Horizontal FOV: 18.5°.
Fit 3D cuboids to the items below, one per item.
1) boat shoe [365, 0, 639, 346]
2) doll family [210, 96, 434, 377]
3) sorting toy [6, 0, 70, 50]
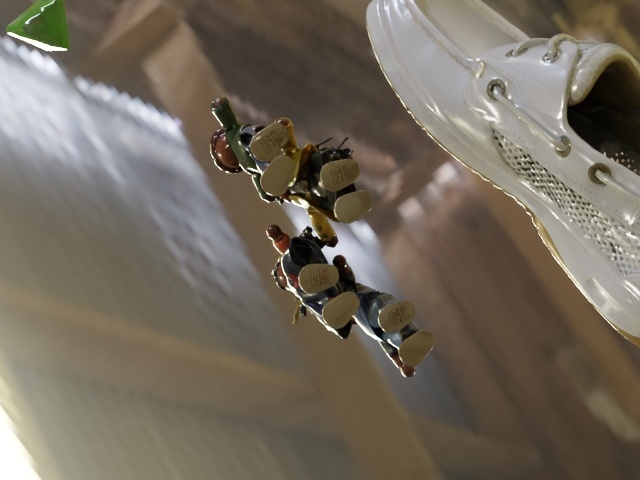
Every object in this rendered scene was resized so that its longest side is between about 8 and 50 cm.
[{"bbox_3d":[0.133,-0.065,1.021,0.098,0.096,0.277,-13,-129,-43],"label":"boat shoe"},{"bbox_3d":[0.000,0.000,1.121,0.111,0.076,0.193,12,123,70],"label":"doll family"},{"bbox_3d":[-0.280,-0.239,1.329,0.347,0.196,0.047,20,172,-34],"label":"sorting toy"}]
